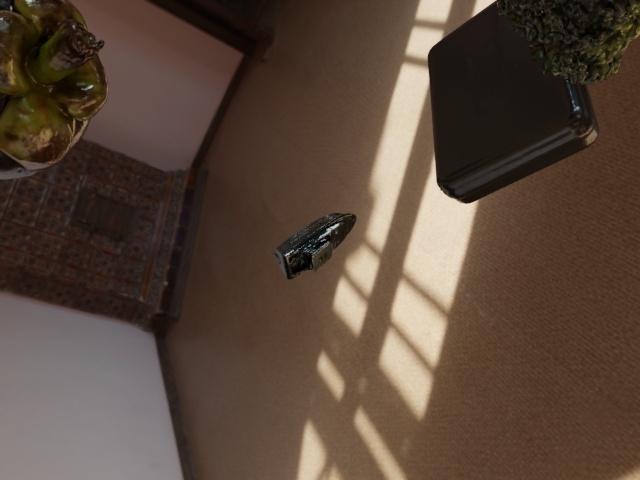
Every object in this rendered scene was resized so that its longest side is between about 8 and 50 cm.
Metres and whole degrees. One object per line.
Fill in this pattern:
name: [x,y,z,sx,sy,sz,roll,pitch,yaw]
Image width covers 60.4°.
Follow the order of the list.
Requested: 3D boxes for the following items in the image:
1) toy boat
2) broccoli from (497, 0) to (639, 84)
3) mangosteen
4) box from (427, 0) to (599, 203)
toy boat: [0.000,0.000,0.801,0.141,0.055,0.060,-35,50,-24]
broccoli: [0.191,-0.193,0.350,0.167,0.160,0.154,68,165,-10]
mangosteen: [-0.292,-0.156,0.513,0.217,0.192,0.192,-4,67,36]
box: [0.188,-0.160,0.579,0.160,0.050,0.230,-28,45,38]
